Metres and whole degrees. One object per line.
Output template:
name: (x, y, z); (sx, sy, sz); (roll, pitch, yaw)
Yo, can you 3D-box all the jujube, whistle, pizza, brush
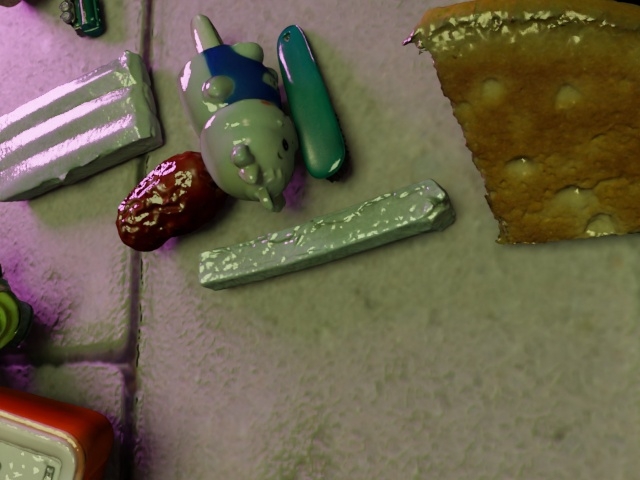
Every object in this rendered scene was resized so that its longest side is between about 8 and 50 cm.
jujube: (-0.149, -0.035, 0.621); (0.129, 0.077, 0.077); (-36, 66, 21)
whistle: (-0.079, -0.127, 0.589); (0.092, 0.110, 0.244); (-26, 60, 9)
pizza: (0.185, -0.067, 0.432); (0.292, 0.197, 0.058); (21, 50, -3)
brush: (-0.008, -0.135, 0.601); (0.043, 0.032, 0.193); (-30, 56, 24)

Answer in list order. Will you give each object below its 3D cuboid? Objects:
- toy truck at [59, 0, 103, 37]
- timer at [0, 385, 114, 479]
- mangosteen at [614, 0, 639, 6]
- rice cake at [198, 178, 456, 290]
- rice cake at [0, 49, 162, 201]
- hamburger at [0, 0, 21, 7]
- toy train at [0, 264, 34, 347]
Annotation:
toy truck: (-0.294, -0.291, 0.766); (0.044, 0.039, 0.083); (-14, 75, 6)
timer: (-0.345, 0.256, 0.561); (0.250, 0.161, 0.257); (16, 87, -6)
mangosteen: (0.251, -0.276, 0.363); (0.330, 0.330, 0.329); (-5, 77, 25)
rice cake: (0.000, 0.000, 0.557); (0.246, 0.045, 0.042); (-18, 70, 22)
rice cake: (-0.291, -0.126, 0.727); (0.237, 0.043, 0.127); (-19, 73, 22)
hamburger: (-0.429, -0.364, 0.792); (0.062, 0.140, 0.133); (-37, 32, 15)
toy train: (-0.445, 0.080, 0.635); (0.159, 0.272, 0.188); (35, 96, 48)
